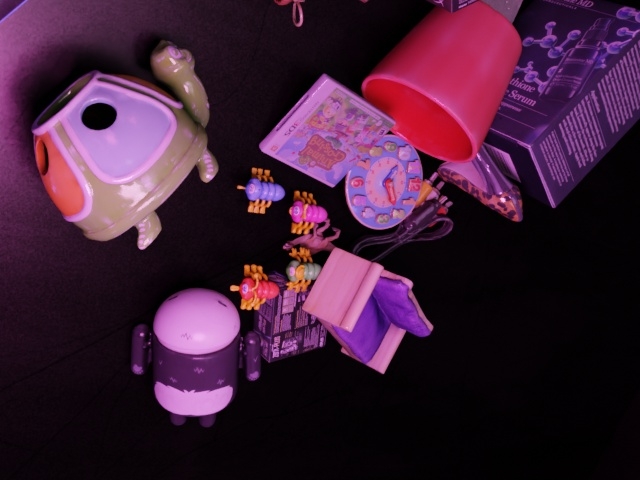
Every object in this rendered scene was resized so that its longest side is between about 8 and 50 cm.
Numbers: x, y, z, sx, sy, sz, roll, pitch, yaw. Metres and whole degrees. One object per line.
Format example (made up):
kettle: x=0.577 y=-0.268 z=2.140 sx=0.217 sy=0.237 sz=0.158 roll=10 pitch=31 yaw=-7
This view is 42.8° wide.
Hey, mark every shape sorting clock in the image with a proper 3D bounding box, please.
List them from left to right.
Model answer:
shape sorting clock: x=0.140 y=-0.125 z=1.760 sx=0.206 sy=0.040 sz=0.206 roll=-11 pitch=109 yaw=-35

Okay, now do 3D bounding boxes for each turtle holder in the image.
turtle holder: x=-0.296 y=-0.161 z=1.283 sx=0.320 sy=0.243 sz=0.227 roll=-41 pitch=116 yaw=1

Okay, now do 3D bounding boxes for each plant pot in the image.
plant pot: x=0.253 y=-0.328 z=1.617 sx=0.243 sy=0.275 sz=0.275 roll=-56 pitch=135 yaw=-11

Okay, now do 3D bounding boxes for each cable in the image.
cable: x=0.190 y=-0.024 z=1.872 sx=0.287 sy=0.072 sz=0.139 roll=-36 pitch=122 yaw=-4

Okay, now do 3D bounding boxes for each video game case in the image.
video game case: x=0.017 y=-0.208 z=1.600 sx=0.212 sy=0.023 sz=0.193 roll=23 pitch=120 yaw=-44

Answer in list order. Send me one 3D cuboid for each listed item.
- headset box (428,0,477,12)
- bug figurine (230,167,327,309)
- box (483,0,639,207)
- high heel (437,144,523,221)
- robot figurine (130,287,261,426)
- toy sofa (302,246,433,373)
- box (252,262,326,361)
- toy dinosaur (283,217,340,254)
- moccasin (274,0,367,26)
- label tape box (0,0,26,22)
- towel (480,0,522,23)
headset box: x=0.285 y=-0.600 z=1.486 sx=0.218 sy=0.110 sz=0.293 roll=-30 pitch=136 yaw=-20
bug figurine: x=-0.076 y=0.001 z=1.601 sx=0.216 sy=0.072 sz=0.279 roll=1 pitch=93 yaw=-40
box: x=0.502 y=-0.319 z=1.774 sx=0.395 sy=0.293 sz=0.212 roll=-46 pitch=134 yaw=-8
high heel: x=0.344 y=-0.108 z=1.775 sx=0.093 sy=0.261 sz=0.186 roll=-33 pitch=91 yaw=-9
robot figurine: x=-0.242 y=0.226 z=1.596 sx=0.209 sy=0.173 sz=0.278 roll=-17 pitch=124 yaw=-37
toy sofa: x=0.111 y=0.170 z=1.746 sx=0.150 sy=0.177 sz=0.362 roll=-60 pitch=156 yaw=-13
box: x=-0.062 y=0.153 z=1.755 sx=0.147 sy=0.077 sz=0.180 roll=-12 pitch=121 yaw=-32
toy dinosaur: x=0.000 y=0.000 z=1.747 sx=0.183 sy=0.053 sz=0.093 roll=13 pitch=122 yaw=-34
moccasin: x=-0.056 y=-0.454 z=1.366 sx=0.380 sy=0.139 sz=0.147 roll=-6 pitch=137 yaw=-47
label tape box: x=-0.565 y=-0.388 z=1.026 sx=0.249 sy=0.115 sz=0.348 roll=-44 pitch=135 yaw=-9
towel: x=0.329 y=-0.559 z=1.672 sx=0.282 sy=0.049 sz=0.187 roll=12 pitch=106 yaw=-40
